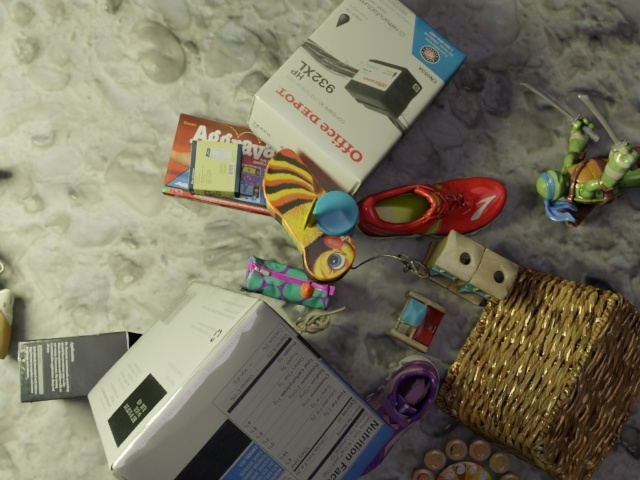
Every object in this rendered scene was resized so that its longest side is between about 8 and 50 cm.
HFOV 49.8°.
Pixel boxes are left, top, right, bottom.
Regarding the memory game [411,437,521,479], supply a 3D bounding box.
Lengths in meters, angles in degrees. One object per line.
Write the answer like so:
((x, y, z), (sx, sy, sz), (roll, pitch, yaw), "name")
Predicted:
((0.240, 0.414, 1.138), (0.186, 0.012, 0.186), (0, 96, 3), "memory game")

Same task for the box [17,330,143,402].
((-0.360, 0.194, 1.063), (0.158, 0.156, 0.093), (-4, 81, -6), "box")

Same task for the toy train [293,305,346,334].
((-0.053, 0.214, 1.125), (0.248, 0.105, 0.143), (-17, 95, -9), "toy train")

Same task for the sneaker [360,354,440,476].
((0.113, 0.286, 1.123), (0.095, 0.104, 0.236), (42, 81, 0), "sneaker")

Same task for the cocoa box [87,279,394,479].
((-0.120, 0.215, 0.864), (0.228, 0.347, 0.231), (46, 74, -16), "cocoa box")

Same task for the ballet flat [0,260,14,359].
((-0.535, 0.076, 1.105), (0.073, 0.080, 0.232), (-26, 86, -20), "ballet flat")

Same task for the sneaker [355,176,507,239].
((0.194, -0.053, 1.172), (0.279, 0.118, 0.107), (-11, 84, -7), "sneaker")

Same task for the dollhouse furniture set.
((0.218, 0.102, 1.146), (0.129, 0.129, 0.184), (28, 79, -1), "dollhouse furniture set")

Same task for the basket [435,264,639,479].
((0.386, 0.224, 1.162), (0.213, 0.223, 0.299), (38, 78, -35), "basket")

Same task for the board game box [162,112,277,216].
((-0.120, -0.122, 1.198), (0.281, 0.027, 0.145), (11, 80, -4), "board game box")

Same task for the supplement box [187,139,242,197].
((-0.174, -0.118, 1.149), (0.083, 0.056, 0.083), (4, 82, -5), "supplement box")

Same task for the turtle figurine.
((0.510, -0.165, 1.182), (0.266, 0.198, 0.275), (-2, 86, -10), "turtle figurine")

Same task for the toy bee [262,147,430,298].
((0.000, 0.000, 1.073), (0.298, 0.195, 0.162), (37, 75, 28), "toy bee")

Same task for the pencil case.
((-0.054, 0.071, 1.154), (0.151, 0.070, 0.064), (13, 72, -5), "pencil case")

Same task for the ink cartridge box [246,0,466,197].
((0.060, -0.252, 1.166), (0.223, 0.129, 0.307), (40, 73, 0), "ink cartridge box")
